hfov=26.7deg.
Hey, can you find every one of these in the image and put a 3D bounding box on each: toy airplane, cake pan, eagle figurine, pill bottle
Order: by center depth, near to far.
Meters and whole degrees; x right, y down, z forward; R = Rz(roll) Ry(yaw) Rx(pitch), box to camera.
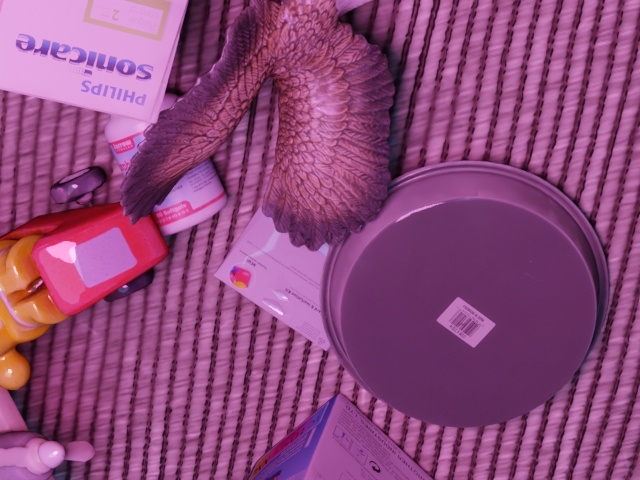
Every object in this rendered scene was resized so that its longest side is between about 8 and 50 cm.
[{"bbox_3d":[-0.044,-0.147,1.252,0.226,0.225,0.298,6,83,17],"label":"eagle figurine"},{"bbox_3d":[0.145,0.066,1.346,0.293,0.054,0.293,0,113,1],"label":"cake pan"},{"bbox_3d":[-0.382,0.079,1.348,0.386,0.272,0.384,23,110,2],"label":"toy airplane"},{"bbox_3d":[-0.163,-0.091,1.356,0.087,0.087,0.160,-21,102,15],"label":"pill bottle"}]

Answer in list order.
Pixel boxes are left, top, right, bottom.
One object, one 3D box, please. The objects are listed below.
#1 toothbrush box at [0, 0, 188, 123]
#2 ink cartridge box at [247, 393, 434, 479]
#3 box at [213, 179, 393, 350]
[{"bbox_3d":[-0.261,-0.206,1.183,0.206,0.283,0.122,12,103,-25],"label":"toothbrush box"},{"bbox_3d":[0.030,0.352,1.297,0.270,0.395,0.151,43,109,-5],"label":"ink cartridge box"},{"bbox_3d":[0.000,0.000,1.383,0.145,0.038,0.186,34,108,-1],"label":"box"}]
